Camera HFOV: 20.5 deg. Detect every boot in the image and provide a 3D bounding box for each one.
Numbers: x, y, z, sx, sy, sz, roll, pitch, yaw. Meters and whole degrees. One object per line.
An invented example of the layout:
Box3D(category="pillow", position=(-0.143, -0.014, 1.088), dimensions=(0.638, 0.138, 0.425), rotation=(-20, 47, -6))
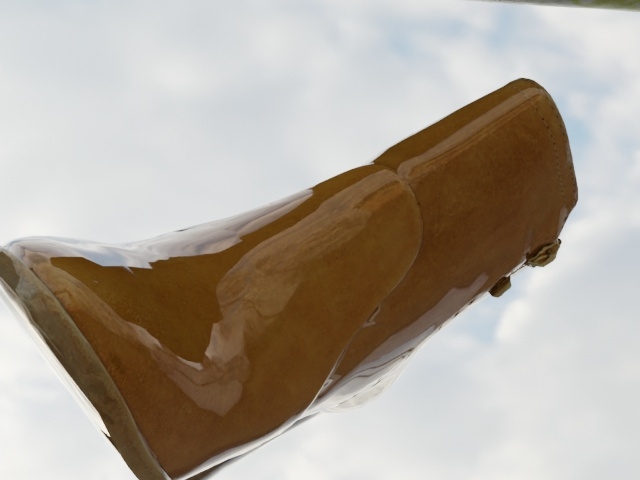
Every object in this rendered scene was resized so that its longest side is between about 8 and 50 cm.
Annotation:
Box3D(category="boot", position=(0.001, 0.001, 0.674), dimensions=(0.211, 0.104, 0.295), rotation=(-36, -15, -3))

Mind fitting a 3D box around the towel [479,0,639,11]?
Box3D(category="towel", position=(0.120, -0.214, 0.876), dimensions=(0.374, 0.090, 0.320), rotation=(4, -15, 0))
